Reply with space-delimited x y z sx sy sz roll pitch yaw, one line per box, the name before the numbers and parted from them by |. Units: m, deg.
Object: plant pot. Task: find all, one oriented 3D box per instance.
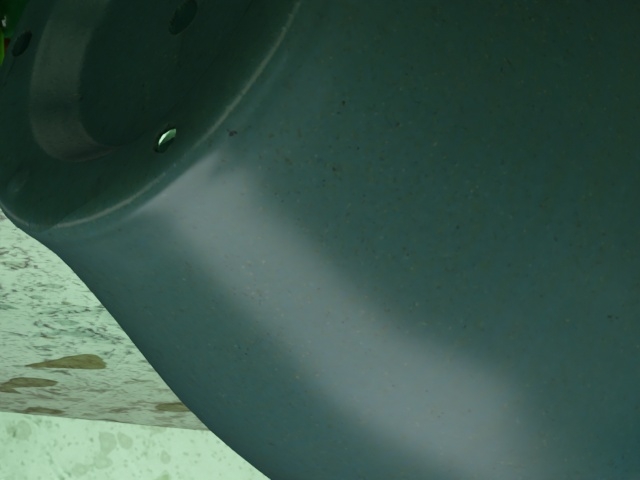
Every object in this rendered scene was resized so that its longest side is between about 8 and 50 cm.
plant pot | 0.027 -0.026 0.723 0.255 0.271 0.272 32 151 -34

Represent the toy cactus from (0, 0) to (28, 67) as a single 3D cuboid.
toy cactus | -0.108 -0.137 0.864 0.180 0.219 0.112 41 160 14
